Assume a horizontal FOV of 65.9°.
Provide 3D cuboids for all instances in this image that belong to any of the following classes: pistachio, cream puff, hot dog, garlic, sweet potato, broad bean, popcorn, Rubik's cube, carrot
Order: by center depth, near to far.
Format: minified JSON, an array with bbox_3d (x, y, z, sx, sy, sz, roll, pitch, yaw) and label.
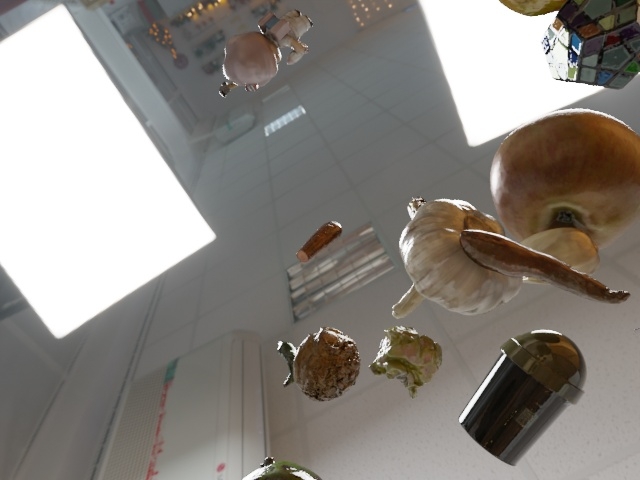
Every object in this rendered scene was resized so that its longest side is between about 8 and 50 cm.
[{"bbox_3d":[0.320,-0.232,0.556,0.133,0.111,0.133,7,-158,-3],"label":"Rubik's cube"},{"bbox_3d":[0.286,0.036,0.650,0.214,0.050,0.050,22,-131,16],"label":"sweet potato"},{"bbox_3d":[0.000,0.000,0.696,0.032,0.032,0.093,-10,-160,40],"label":"carrot"},{"bbox_3d":[0.128,0.175,0.731,0.097,0.109,0.089,11,-133,24],"label":"popcorn"},{"bbox_3d":[0.195,0.058,0.800,0.226,0.199,0.199,-54,-173,39],"label":"garlic"},{"bbox_3d":[0.020,0.250,0.990,0.115,0.150,0.165,14,-147,21],"label":"cream puff"},{"bbox_3d":[0.490,0.037,1.061,0.145,0.117,0.201,-23,-175,-33],"label":"pistachio"},{"bbox_3d":[-0.089,0.338,1.413,0.061,0.046,0.195,-27,-151,5],"label":"broad bean"},{"bbox_3d":[0.324,-0.058,1.487,0.072,0.109,0.269,-45,-163,16],"label":"hot dog"}]

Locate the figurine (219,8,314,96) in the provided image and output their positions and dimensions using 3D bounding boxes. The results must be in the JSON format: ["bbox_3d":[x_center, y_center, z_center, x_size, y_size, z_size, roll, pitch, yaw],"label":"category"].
[{"bbox_3d":[-0.116,-0.375,0.982,0.229,0.112,0.137,-42,-115,-5],"label":"figurine"}]

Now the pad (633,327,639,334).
[{"bbox_3d":[0.795,0.163,1.103,0.190,0.127,0.004,-32,-118,19],"label":"pad"}]

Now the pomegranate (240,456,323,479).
[{"bbox_3d":[-0.069,0.525,0.880,0.211,0.211,0.262,-23,-114,21],"label":"pomegranate"}]

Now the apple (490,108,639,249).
[{"bbox_3d":[0.665,-0.141,1.322,0.401,0.400,0.333,-16,-127,33],"label":"apple"}]

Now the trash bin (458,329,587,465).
[{"bbox_3d":[0.517,0.375,1.241,0.333,0.214,0.214,-58,-157,8],"label":"trash bin"}]

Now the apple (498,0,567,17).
[{"bbox_3d":[0.363,-0.463,0.779,0.173,0.195,0.160,-34,162,-15],"label":"apple"}]
